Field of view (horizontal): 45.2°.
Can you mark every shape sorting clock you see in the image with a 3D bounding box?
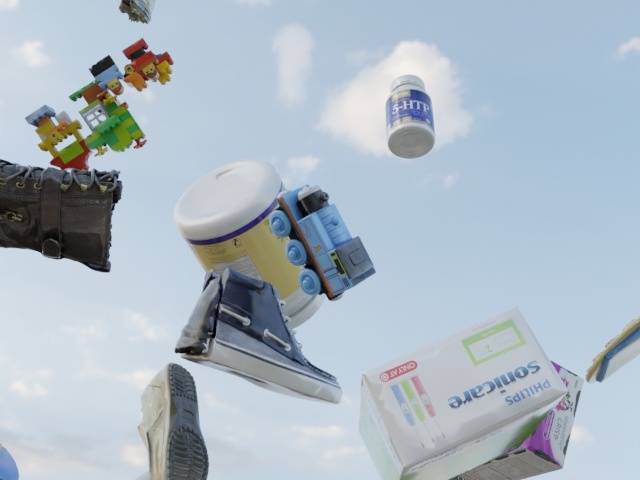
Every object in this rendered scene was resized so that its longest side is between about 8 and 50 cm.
[{"bbox_3d":[0.593,0.203,1.501,0.206,0.040,0.206,-26,-33,-19],"label":"shape sorting clock"}]

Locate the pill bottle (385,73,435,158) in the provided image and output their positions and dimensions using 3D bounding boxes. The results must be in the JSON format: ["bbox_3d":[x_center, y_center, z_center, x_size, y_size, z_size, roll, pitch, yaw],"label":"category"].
[{"bbox_3d":[0.207,-0.294,1.795,0.112,0.187,0.112,0,-36,0],"label":"pill bottle"}]

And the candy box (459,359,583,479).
[{"bbox_3d":[0.321,0.309,1.266,0.071,0.159,0.233,30,-31,-6],"label":"candy box"}]

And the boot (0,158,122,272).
[{"bbox_3d":[-0.346,-0.075,0.889,0.228,0.091,0.263,2,-51,-8],"label":"boot"}]

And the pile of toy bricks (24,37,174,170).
[{"bbox_3d":[-0.268,-0.158,0.994,0.212,0.105,0.118,-34,1,-2],"label":"pile of toy bricks"}]

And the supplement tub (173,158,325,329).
[{"bbox_3d":[-0.141,0.018,1.664,0.241,0.241,0.331,-10,-53,25],"label":"supplement tub"}]

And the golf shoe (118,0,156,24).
[{"bbox_3d":[-0.375,-0.504,1.494,0.069,0.086,0.176,18,-16,20],"label":"golf shoe"}]

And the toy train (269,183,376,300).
[{"bbox_3d":[0.000,0.000,1.141,0.105,0.080,0.184,-27,-90,42],"label":"toy train"}]

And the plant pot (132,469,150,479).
[{"bbox_3d":[-0.361,0.589,1.466,0.256,0.257,0.274,-7,-6,22],"label":"plant pot"}]

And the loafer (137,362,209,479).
[{"bbox_3d":[-0.257,0.341,1.313,0.092,0.269,0.102,-34,-48,23],"label":"loafer"}]

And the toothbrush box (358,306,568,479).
[{"bbox_3d":[0.165,0.222,0.981,0.206,0.122,0.283,-22,-25,-8],"label":"toothbrush box"}]

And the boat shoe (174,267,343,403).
[{"bbox_3d":[-0.074,0.164,1.285,0.127,0.158,0.340,-3,-25,44],"label":"boat shoe"}]

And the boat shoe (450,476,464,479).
[{"bbox_3d":[0.258,0.468,1.448,0.099,0.320,0.116,31,15,27],"label":"boat shoe"}]

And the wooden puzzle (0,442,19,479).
[{"bbox_3d":[-0.418,0.374,0.998,0.348,0.080,0.322,48,-5,-10],"label":"wooden puzzle"}]
